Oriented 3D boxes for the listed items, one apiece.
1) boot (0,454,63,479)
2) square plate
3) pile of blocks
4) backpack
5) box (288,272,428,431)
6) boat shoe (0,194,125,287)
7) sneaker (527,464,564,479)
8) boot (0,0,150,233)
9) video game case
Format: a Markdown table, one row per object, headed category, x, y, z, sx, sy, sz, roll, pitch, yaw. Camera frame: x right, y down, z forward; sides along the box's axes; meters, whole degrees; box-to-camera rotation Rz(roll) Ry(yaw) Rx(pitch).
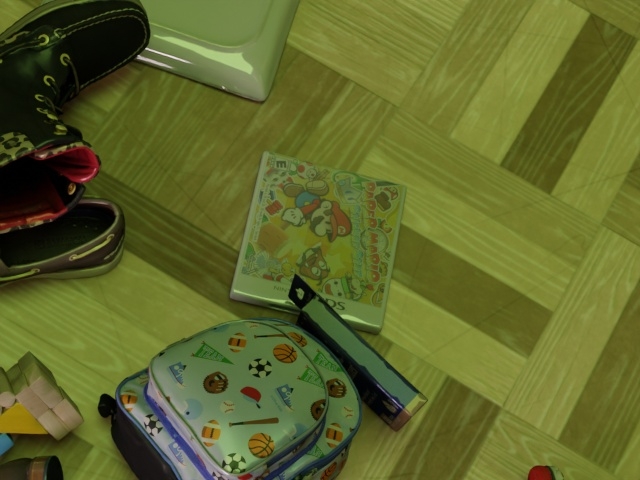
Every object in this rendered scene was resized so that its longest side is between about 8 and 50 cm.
| category | x | y | z | sx | sy | sz | roll | pitch | yaw |
| --- | --- | --- | --- | --- | --- | --- | --- | --- | --- |
| boot | -0.363 | 0.360 | 1.739 | 0.106 | 0.082 | 0.219 | -3 | 65 | 11 |
| square plate | -0.195 | -0.397 | 2.174 | 0.347 | 0.049 | 0.344 | 18 | 61 | -2 |
| pile of blocks | -0.471 | 0.191 | 1.781 | 0.362 | 0.112 | 0.149 | 11 | 103 | -23 |
| backpack | -0.089 | 0.213 | 1.792 | 0.263 | 0.213 | 0.276 | -25 | 67 | -34 |
| box | 0.033 | 0.143 | 1.873 | 0.036 | 0.136 | 0.225 | -43 | 82 | -14 |
| boat shoe | -0.406 | 0.007 | 1.888 | 0.324 | 0.097 | 0.116 | -9 | 65 | -16 |
| sneaker | 0.231 | 0.389 | 1.817 | 0.118 | 0.107 | 0.279 | 15 | 58 | 7 |
| boot | -0.350 | -0.167 | 1.912 | 0.377 | 0.138 | 0.284 | -23 | 44 | -18 |
| video game case | 0.000 | 0.000 | 2.016 | 0.206 | 0.026 | 0.227 | 14 | 60 | -4 |
